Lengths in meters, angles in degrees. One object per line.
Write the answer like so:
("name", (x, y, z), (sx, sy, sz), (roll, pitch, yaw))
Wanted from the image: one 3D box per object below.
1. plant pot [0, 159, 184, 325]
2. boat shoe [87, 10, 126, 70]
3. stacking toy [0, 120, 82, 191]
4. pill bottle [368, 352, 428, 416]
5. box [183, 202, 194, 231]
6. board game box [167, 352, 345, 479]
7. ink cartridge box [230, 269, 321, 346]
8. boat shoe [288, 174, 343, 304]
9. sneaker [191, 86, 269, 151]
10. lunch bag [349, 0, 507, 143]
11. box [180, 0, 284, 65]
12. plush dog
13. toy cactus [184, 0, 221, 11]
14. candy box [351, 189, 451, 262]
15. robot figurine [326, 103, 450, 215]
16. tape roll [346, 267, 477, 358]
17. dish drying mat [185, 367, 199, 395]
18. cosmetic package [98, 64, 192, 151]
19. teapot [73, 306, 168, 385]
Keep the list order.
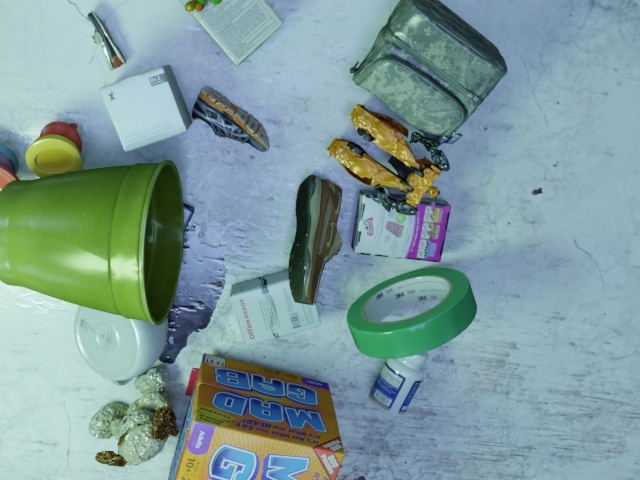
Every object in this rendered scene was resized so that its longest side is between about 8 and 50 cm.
("plant pot", (-0.518, -0.005, 1.541), (0.352, 0.366, 0.367), (3, 106, 0))
("boat shoe", (-0.506, -0.465, 1.608), (0.043, 0.049, 0.137), (-26, 112, 4))
("stacking toy", (-0.696, -0.146, 1.673), (0.308, 0.130, 0.280), (-12, 133, 0))
("pill bottle", (0.219, 0.377, 1.898), (0.112, 0.112, 0.187), (23, 102, -12))
("box", (-0.445, -0.063, 1.724), (0.225, 0.036, 0.137), (23, 102, -21))
("board game box", (-0.180, 0.553, 1.742), (0.356, 0.356, 0.357), (16, 103, -10))
("ink cartridge box", (-0.119, 0.170, 1.812), (0.208, 0.087, 0.153), (-15, 107, -4))
("boat shoe", (0.000, 0.000, 1.725), (0.119, 0.122, 0.324), (10, 82, -22))
("sneaker", (-0.217, -0.281, 1.683), (0.214, 0.084, 0.083), (37, 112, -11))
("lunch bag", (0.255, -0.400, 1.637), (0.305, 0.213, 0.256), (32, 122, -13))
("box", (-0.215, -0.536, 1.578), (0.148, 0.127, 0.232), (-40, 106, 5))
("plush dog", (-0.459, 0.493, 1.793), (0.262, 0.225, 0.211), (-40, 106, 5))
("toy cactus", (-0.230, -0.583, 1.459), (0.218, 0.112, 0.181), (-14, 88, -1))
("candy box", (0.207, -0.037, 1.799), (0.233, 0.071, 0.159), (6, 105, -9))
("robot figurine", (0.173, -0.198, 1.699), (0.291, 0.085, 0.211), (36, 108, 2))
("tape roll", (0.226, 0.176, 1.732), (0.321, 0.321, 0.077), (-21, 107, 0))
("dish drying mat", (-0.345, 0.388, 1.890), (0.032, 0.008, 0.083), (13, 105, -9))
("cosmetic package", (-0.396, -0.308, 1.593), (0.151, 0.184, 0.152), (-19, 107, 0))
("teapot", (-0.478, 0.223, 1.745), (0.256, 0.187, 0.253), (-25, 89, 28))
